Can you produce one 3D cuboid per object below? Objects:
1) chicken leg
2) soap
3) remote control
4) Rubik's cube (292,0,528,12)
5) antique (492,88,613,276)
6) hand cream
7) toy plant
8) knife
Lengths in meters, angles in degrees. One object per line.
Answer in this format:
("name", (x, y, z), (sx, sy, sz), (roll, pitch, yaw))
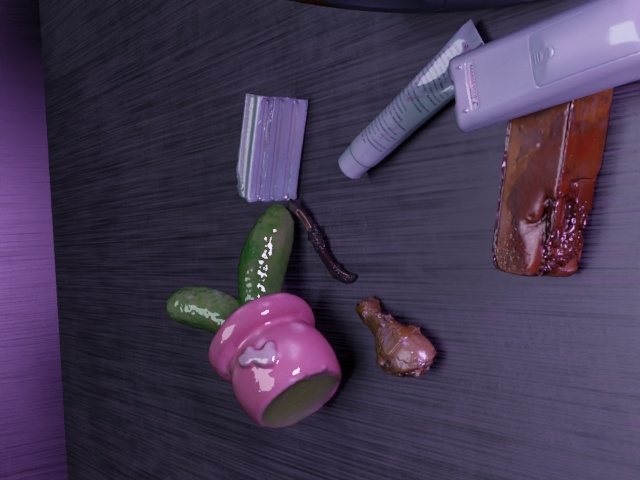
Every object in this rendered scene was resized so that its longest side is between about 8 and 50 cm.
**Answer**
("chicken leg", (0.109, 0.154, 1.272), (0.198, 0.069, 0.085), (47, 127, 49))
("soap", (-0.094, -0.174, 1.473), (0.063, 0.114, 0.198), (25, 112, 50))
("remote control", (0.261, -0.209, 0.908), (0.293, 0.051, 0.103), (-13, 82, 52))
("Rubik's cube", (0.091, -0.485, 1.004), (0.347, 0.352, 0.351), (16, 103, 51))
("antique", (0.292, -0.104, 0.987), (0.093, 0.087, 0.310), (19, 107, 50))
("hand cream", (0.135, -0.201, 1.210), (0.331, 0.058, 0.085), (-43, 58, 46))
("toy plant", (-0.097, 0.150, 1.452), (0.317, 0.210, 0.356), (-41, 50, 8))
("knife", (-0.002, 0.005, 1.441), (0.222, 0.021, 0.045), (52, 132, 32))
